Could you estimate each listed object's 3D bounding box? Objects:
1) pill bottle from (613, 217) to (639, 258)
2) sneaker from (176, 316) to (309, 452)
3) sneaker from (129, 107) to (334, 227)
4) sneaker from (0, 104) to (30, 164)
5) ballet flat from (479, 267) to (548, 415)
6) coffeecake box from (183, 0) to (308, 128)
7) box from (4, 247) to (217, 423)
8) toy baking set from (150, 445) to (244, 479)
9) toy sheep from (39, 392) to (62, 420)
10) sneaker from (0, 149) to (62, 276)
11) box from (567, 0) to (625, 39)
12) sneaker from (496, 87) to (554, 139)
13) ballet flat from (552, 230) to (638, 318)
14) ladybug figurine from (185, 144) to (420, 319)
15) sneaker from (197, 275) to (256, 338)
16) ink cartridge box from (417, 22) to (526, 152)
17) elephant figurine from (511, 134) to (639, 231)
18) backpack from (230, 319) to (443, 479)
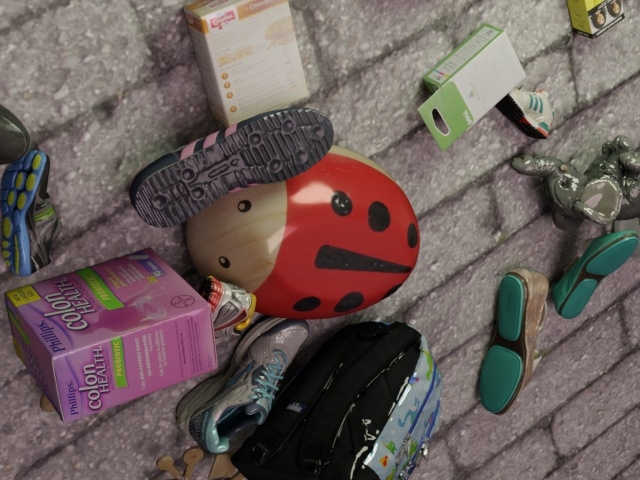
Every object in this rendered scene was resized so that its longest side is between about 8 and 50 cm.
[{"bbox_3d":[0.725,-0.034,2.372,0.216,0.121,0.121,-8,117,-30],"label":"pill bottle"},{"bbox_3d":[-0.108,0.251,1.947,0.283,0.122,0.110,-47,131,-5],"label":"sneaker"},{"bbox_3d":[-0.140,-0.127,1.716,0.319,0.131,0.112,-21,112,-12],"label":"sneaker"},{"bbox_3d":[-0.498,-0.149,1.498,0.267,0.106,0.101,17,101,-40],"label":"sneaker"},{"bbox_3d":[0.400,0.203,2.284,0.106,0.107,0.316,-10,119,-38],"label":"ballet flat"},{"bbox_3d":[-0.110,-0.283,1.717,0.142,0.068,0.185,-26,125,-20],"label":"coffeecake box"},{"bbox_3d":[-0.310,0.133,1.693,0.243,0.213,0.117,-19,122,-25],"label":"box"},{"bbox_3d":[-0.248,0.440,1.994,0.197,0.030,0.256,29,108,-41],"label":"toy baking set"},{"bbox_3d":[-0.378,0.230,1.782,0.132,0.091,0.091,-28,127,-37],"label":"toy sheep"},{"bbox_3d":[-0.412,-0.042,1.645,0.078,0.067,0.188,-18,122,-51],"label":"sneaker"},{"bbox_3d":[0.473,-0.478,2.023,0.087,0.058,0.232,-34,127,-15],"label":"box"},{"bbox_3d":[0.374,-0.252,2.079,0.161,0.057,0.075,37,72,-39],"label":"sneaker"},{"bbox_3d":[0.534,0.048,2.277,0.083,0.087,0.247,9,131,-28],"label":"ballet flat"},{"bbox_3d":[0.000,0.000,1.871,0.449,0.162,0.305,5,109,-36],"label":"ladybug figurine"},{"bbox_3d":[-0.161,0.130,1.805,0.092,0.225,0.088,15,68,-12],"label":"sneaker"},{"bbox_3d":[0.247,-0.264,1.972,0.209,0.062,0.109,-42,129,-9],"label":"ink cartridge box"},{"bbox_3d":[0.499,-0.089,2.180,0.239,0.186,0.169,-24,145,-18],"label":"elephant figurine"},{"bbox_3d":[0.065,0.300,1.994,0.273,0.290,0.355,47,57,-40],"label":"backpack"}]
